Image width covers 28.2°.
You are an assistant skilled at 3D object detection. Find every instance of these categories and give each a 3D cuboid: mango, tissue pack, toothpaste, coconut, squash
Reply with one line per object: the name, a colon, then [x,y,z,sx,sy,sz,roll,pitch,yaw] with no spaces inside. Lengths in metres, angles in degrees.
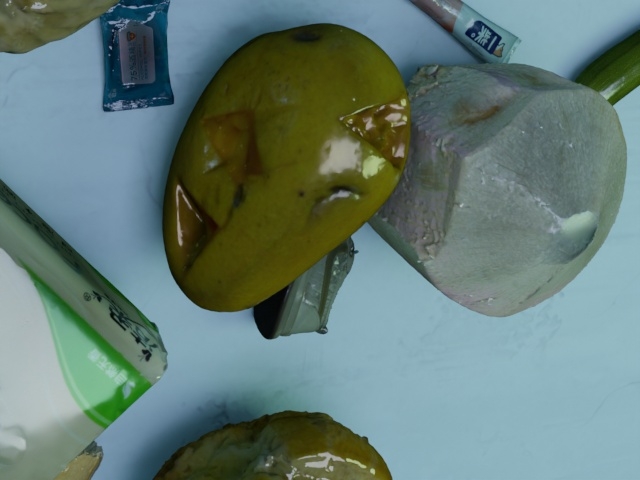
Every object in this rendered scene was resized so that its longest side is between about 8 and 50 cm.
mango: [-0.048,-0.079,1.454,0.182,0.253,0.365,10,115,-55]
tissue pack: [-0.413,0.091,1.339,0.332,0.205,0.405,-44,111,-2]
toothpaste: [0.174,-0.276,1.599,0.205,0.036,0.056,29,97,-36]
tissue pack: [-0.208,-0.214,1.448,0.085,0.028,0.138,-8,118,-19]
coconut: [0.214,-0.068,1.536,0.297,0.309,0.297,-11,114,-25]
squash: [0.424,-0.240,1.713,0.258,0.069,0.069,-33,121,-10]

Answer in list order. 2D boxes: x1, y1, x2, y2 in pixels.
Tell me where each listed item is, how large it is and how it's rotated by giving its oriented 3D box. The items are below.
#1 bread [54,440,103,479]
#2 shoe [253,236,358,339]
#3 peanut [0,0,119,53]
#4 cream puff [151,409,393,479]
bread: [-0.343,0.271,1.554,0.125,0.082,0.106,20,112,-41]
shoe: [0.000,0.000,1.594,0.098,0.103,0.274,9,112,-29]
peanut: [-0.223,-0.334,1.293,0.387,0.192,0.169,-38,112,-6]
cream puff: [-0.070,0.350,1.625,0.327,0.231,0.343,14,111,-24]
